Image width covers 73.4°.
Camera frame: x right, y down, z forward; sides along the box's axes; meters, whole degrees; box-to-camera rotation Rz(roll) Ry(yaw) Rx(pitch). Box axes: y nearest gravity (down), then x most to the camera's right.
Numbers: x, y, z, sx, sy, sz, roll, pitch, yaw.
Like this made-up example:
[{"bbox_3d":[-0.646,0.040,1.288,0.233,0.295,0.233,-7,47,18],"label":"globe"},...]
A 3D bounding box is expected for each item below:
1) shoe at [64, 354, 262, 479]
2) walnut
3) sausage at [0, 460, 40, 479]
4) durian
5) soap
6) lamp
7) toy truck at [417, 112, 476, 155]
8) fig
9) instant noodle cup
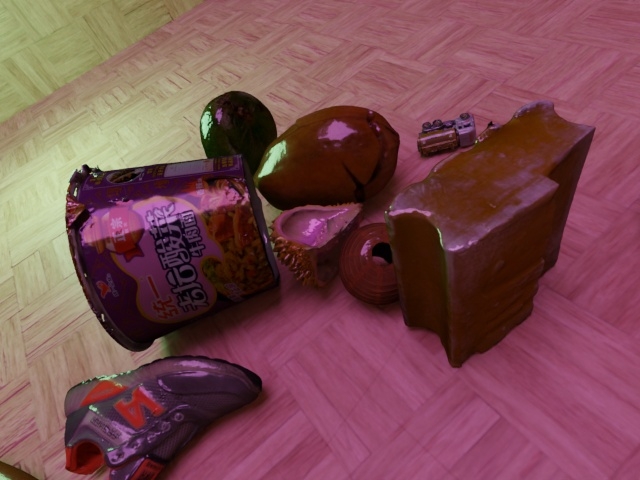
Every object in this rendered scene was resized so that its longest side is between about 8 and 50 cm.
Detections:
[{"bbox_3d":[-0.249,0.284,0.639,0.337,0.132,0.171,-15,51,13],"label":"shoe"},{"bbox_3d":[-0.005,-0.150,0.867,0.336,0.209,0.209,-12,47,27],"label":"walnut"},{"bbox_3d":[-0.501,0.397,0.662,0.349,0.097,0.094,2,59,24],"label":"sausage"},{"bbox_3d":[0.000,0.002,0.739,0.132,0.165,0.182,-26,40,37],"label":"durian"},{"bbox_3d":[0.224,0.001,0.572,0.259,0.281,0.143,-38,49,-12],"label":"soap"},{"bbox_3d":[0.095,0.037,0.696,0.136,0.136,0.136,-12,47,13],"label":"lamp"},{"bbox_3d":[0.266,-0.220,0.908,0.123,0.052,0.062,-11,52,16],"label":"toy truck"},{"bbox_3d":[-0.231,-0.248,1.067,0.235,0.203,0.203,-12,43,44],"label":"fig"},{"bbox_3d":[-0.229,-0.002,0.759,0.266,0.339,0.339,-15,46,-2],"label":"instant noodle cup"}]
